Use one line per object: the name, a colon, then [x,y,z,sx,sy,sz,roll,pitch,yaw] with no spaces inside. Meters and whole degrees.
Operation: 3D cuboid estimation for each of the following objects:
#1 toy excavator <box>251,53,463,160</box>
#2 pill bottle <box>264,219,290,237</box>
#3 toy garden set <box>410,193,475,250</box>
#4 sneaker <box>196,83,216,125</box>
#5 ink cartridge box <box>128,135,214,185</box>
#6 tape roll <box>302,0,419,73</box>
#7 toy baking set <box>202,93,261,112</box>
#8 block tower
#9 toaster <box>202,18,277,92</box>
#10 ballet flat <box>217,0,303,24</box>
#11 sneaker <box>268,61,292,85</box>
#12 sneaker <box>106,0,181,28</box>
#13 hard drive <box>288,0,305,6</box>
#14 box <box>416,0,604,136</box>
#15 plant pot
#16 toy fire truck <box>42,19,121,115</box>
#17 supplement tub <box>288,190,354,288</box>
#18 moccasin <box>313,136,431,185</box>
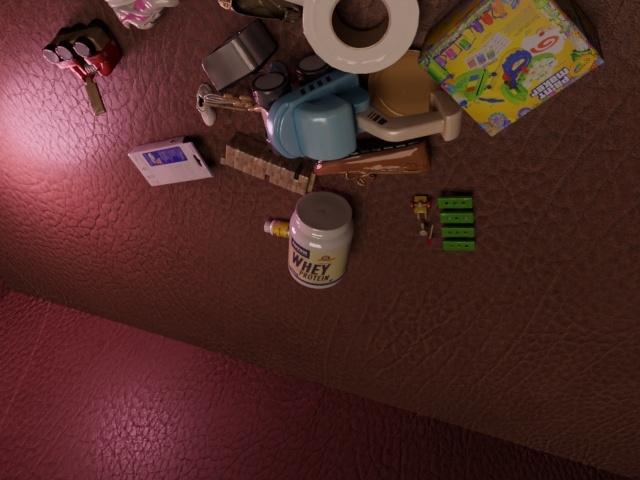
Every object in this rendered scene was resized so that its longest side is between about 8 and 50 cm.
toy excavator: [0.094,-0.330,1.307,0.445,0.433,0.222,46,159,37]
pill bottle: [-0.164,-0.048,1.930,0.116,0.065,0.065,10,138,16]
toy garden set: [0.426,-0.068,1.658,0.204,0.049,0.244,1,136,21]
sneaker: [-0.390,-0.445,1.605,0.054,0.061,0.152,12,140,10]
ink cartridge box: [-0.561,-0.303,1.834,0.333,0.065,0.165,-2,134,28]
tape roll: [0.099,-0.565,1.185,0.286,0.100,0.286,5,140,4]
toy baking set: [-0.244,-0.430,1.481,0.197,0.030,0.256,3,-175,-43]
block tower: [-0.176,-0.269,1.676,0.336,0.091,0.097,20,139,2]
toaster: [-0.223,-0.524,1.358,0.186,0.168,0.110,-14,126,36]
ballet flat: [-0.171,-0.636,1.297,0.250,0.058,0.084,18,139,6]
sneaker: [-0.117,-0.455,1.458,0.063,0.073,0.162,-9,131,32]
sneaker: [-0.494,-0.675,1.381,0.252,0.103,0.111,8,142,26]
hard drive: [-0.156,-0.745,1.182,0.353,0.047,0.233,20,140,3]
box: [0.438,-0.456,1.126,0.279,0.177,0.290,38,137,-17]
plant pot: [0.251,-0.429,1.352,0.236,0.032,0.236,12,138,11]
toy fire truck: [-0.755,-0.564,1.589,0.217,0.158,0.246,0,146,24]
supplement tub: [0.000,0.000,1.776,0.235,0.235,0.324,16,139,8]
moccasin: [0.161,-0.245,1.528,0.380,0.139,0.147,-7,124,18]
